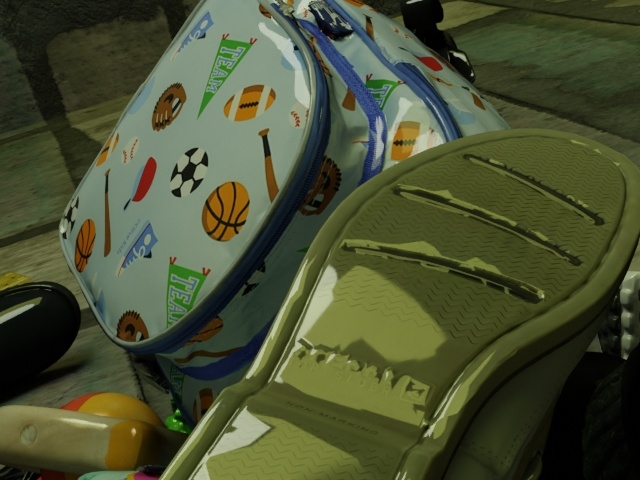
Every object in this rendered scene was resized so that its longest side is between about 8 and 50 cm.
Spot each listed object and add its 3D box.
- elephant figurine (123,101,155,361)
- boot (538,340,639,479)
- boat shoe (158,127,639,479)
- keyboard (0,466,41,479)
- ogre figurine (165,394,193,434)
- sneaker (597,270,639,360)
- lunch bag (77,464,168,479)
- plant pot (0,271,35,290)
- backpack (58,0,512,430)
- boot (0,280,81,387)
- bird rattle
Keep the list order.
[{"bbox_3d":[-0.148,-0.005,1.170,0.186,0.240,0.169,2,24,42],"label":"elephant figurine"},{"bbox_3d":[0.185,0.071,0.618,0.131,0.260,0.348,1,20,-4],"label":"boot"},{"bbox_3d":[0.033,0.065,0.462,0.113,0.103,0.302,23,46,26],"label":"boat shoe"},{"bbox_3d":[-0.268,0.214,0.975,0.100,0.038,0.192,-30,4,46],"label":"keyboard"},{"bbox_3d":[-0.061,0.092,1.027,0.118,0.097,0.197,4,32,4],"label":"ogre figurine"},{"bbox_3d":[0.304,0.082,0.799,0.118,0.110,0.292,-12,19,-31],"label":"sneaker"},{"bbox_3d":[-0.008,0.202,0.557,0.224,0.108,0.279,10,12,-21],"label":"lunch bag"},{"bbox_3d":[-0.336,0.082,1.316,0.081,0.083,0.081,-26,21,-32],"label":"plant pot"},{"bbox_3d":[0.000,0.000,0.660,0.213,0.277,0.263,17,22,-43],"label":"backpack"},{"bbox_3d":[-0.348,0.136,1.141,0.246,0.094,0.207,-23,15,-1],"label":"boot"},{"bbox_3d":[-0.124,0.137,0.786,0.253,0.143,0.207,11,-15,33],"label":"bird rattle"}]
